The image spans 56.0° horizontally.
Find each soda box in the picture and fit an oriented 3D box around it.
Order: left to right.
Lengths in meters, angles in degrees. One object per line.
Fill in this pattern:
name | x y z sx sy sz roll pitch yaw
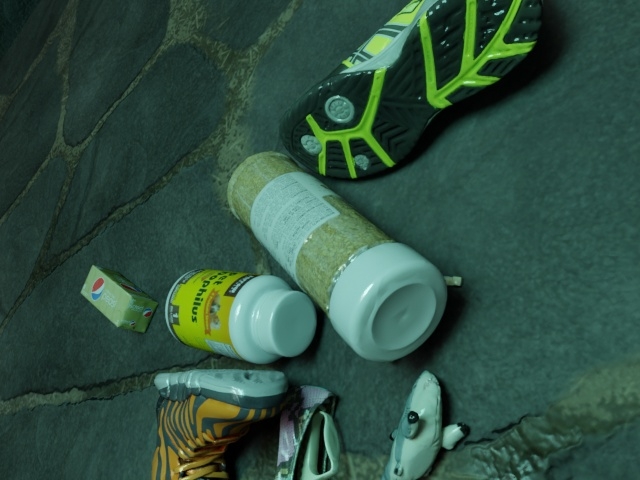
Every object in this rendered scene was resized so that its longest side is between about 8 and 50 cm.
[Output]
soda box | -0.374 0.106 1.112 0.181 0.058 0.061 23 89 46

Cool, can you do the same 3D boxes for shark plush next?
shark plush | 0.097 0.224 0.649 0.067 0.073 0.161 -127 47 -62

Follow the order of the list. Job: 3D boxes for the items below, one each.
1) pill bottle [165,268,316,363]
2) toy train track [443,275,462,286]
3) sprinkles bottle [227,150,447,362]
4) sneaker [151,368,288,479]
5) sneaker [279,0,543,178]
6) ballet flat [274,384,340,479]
pill bottle | -0.109 0.102 0.824 0.215 0.117 0.117 2 74 43
toy train track | 0.126 0.045 0.703 0.083 0.014 0.048 1 74 43
sprinkles bottle | 0.000 0.000 0.739 0.121 0.121 0.355 -57 39 8
sneaker | -0.132 0.258 0.773 0.321 0.124 0.180 -26 61 59
sneaker | 0.106 -0.206 0.769 0.384 0.145 0.147 -26 26 36
ballet flat | -0.015 0.279 0.697 0.079 0.077 0.222 -13 60 35
